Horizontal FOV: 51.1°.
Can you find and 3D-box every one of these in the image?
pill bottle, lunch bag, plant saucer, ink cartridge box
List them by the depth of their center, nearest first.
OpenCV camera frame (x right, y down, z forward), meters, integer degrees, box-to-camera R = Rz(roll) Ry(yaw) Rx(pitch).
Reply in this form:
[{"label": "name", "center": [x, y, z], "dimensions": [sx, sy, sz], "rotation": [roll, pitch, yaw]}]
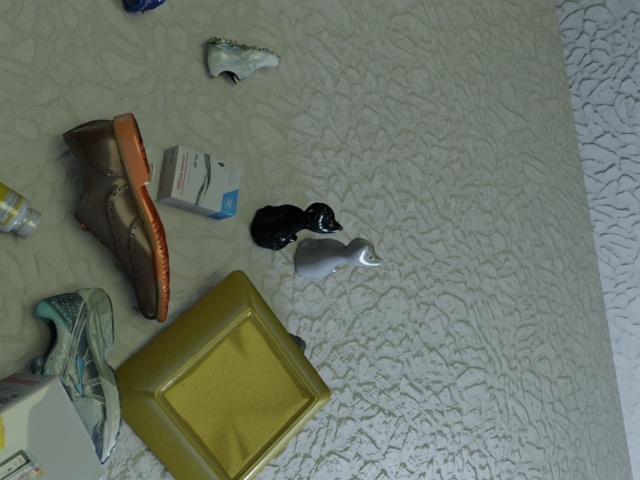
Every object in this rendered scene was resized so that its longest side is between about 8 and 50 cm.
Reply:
[{"label": "ink cartridge box", "center": [-0.460, 0.314, 0.925], "dimensions": [0.232, 0.171, 0.168], "rotation": [-32, 106, -41]}, {"label": "pill bottle", "center": [-0.490, -0.052, 1.020], "dimensions": [0.116, 0.065, 0.065], "rotation": [40, 60, -32]}, {"label": "plant saucer", "center": [-0.158, 0.277, 1.208], "dimensions": [0.333, 0.081, 0.333], "rotation": [-42, 107, -24]}, {"label": "lunch bag", "center": [-0.333, -0.463, 1.220], "dimensions": [0.065, 0.067, 0.098], "rotation": [-22, 100, -42]}, {"label": "ink cartridge box", "center": [-0.243, -0.112, 1.259], "dimensions": [0.180, 0.060, 0.104], "rotation": [16, 74, -40]}]

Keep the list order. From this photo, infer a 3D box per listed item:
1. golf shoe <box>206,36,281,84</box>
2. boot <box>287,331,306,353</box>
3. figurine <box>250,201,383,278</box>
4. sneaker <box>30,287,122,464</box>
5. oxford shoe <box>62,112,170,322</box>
[{"label": "golf shoe", "center": [-0.160, -0.365, 1.382], "dimensions": [0.176, 0.069, 0.086], "rotation": [-2, 105, -40]}, {"label": "boot", "center": [-0.128, 0.220, 1.311], "dimensions": [0.208, 0.076, 0.190], "rotation": [42, 45, -38]}, {"label": "figurine", "center": [0.000, 0.000, 1.365], "dimensions": [0.215, 0.209, 0.092], "rotation": [38, 61, -33]}, {"label": "sneaker", "center": [-0.394, 0.219, 1.059], "dimensions": [0.122, 0.110, 0.283], "rotation": [-2, 77, -35]}, {"label": "oxford shoe", "center": [-0.340, -0.026, 1.145], "dimensions": [0.132, 0.130, 0.364], "rotation": [-13, 101, -10]}]
